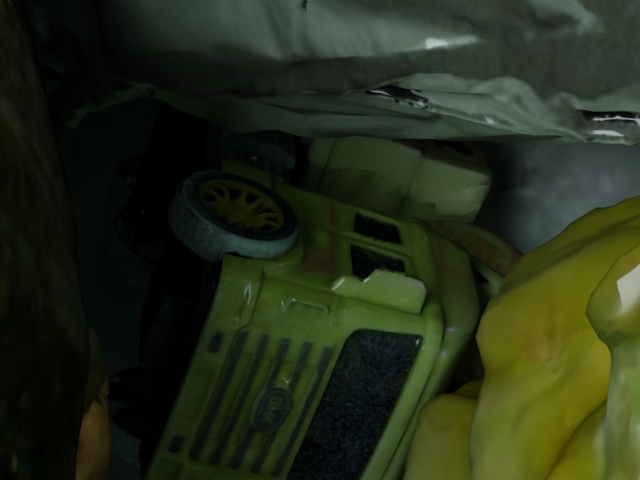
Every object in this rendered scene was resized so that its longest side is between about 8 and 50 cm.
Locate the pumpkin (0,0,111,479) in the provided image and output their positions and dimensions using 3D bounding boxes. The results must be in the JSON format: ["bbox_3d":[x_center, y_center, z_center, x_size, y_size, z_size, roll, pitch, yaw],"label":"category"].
[{"bbox_3d":[-0.222,0.044,0.454,0.344,0.454,0.454,-6,84,-13],"label":"pumpkin"}]

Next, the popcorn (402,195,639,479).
[{"bbox_3d":[0.150,0.090,0.461,0.270,0.258,0.224,-138,58,-69],"label":"popcorn"}]

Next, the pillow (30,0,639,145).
[{"bbox_3d":[0.087,-0.140,0.522,0.310,0.138,0.283,0,51,28],"label":"pillow"}]

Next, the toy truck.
[{"bbox_3d":[0.000,0.000,0.592,0.116,0.191,0.085,15,119,-13],"label":"toy truck"}]

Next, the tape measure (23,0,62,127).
[{"bbox_3d":[-0.151,-0.173,0.690,0.256,0.147,0.275,38,111,27],"label":"tape measure"}]
